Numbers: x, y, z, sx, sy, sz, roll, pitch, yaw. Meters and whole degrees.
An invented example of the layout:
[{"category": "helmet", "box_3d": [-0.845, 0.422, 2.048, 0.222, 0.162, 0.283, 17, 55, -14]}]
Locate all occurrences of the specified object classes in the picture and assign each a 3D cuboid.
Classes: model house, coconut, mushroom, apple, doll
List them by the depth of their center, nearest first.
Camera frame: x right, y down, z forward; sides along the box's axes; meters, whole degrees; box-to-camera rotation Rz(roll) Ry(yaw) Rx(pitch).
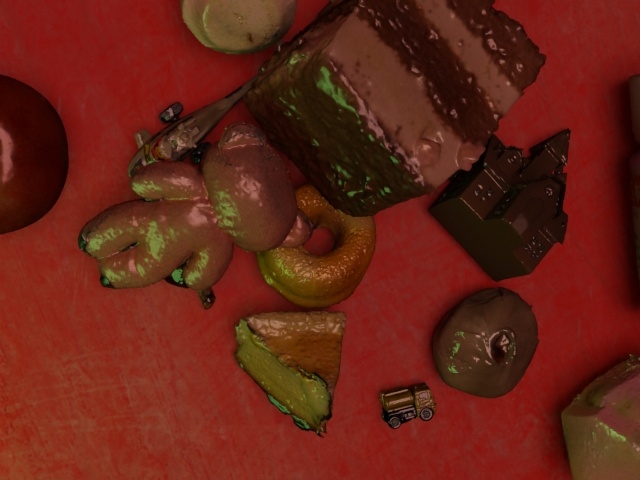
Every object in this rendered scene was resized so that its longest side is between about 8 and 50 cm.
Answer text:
[{"category": "apple", "box_3d": [-0.439, -0.113, 1.316, 0.218, 0.201, 0.218, -1, 101, -6]}, {"category": "doll", "box_3d": [-0.177, -0.041, 1.376, 0.303, 0.156, 0.201, -20, 117, 9]}, {"category": "coconut", "box_3d": [-0.112, -0.350, 1.382, 0.170, 0.183, 0.171, -3, 134, -4]}, {"category": "mushroom", "box_3d": [-0.184, 0.043, 1.445, 0.088, 0.073, 0.130, -29, 101, -3]}, {"category": "model house", "box_3d": [0.317, -0.089, 1.506, 0.181, 0.176, 0.248, 44, 70, -12]}, {"category": "coconut", "box_3d": [0.490, 0.305, 1.544, 0.245, 0.233, 0.233, -33, 101, -14]}]

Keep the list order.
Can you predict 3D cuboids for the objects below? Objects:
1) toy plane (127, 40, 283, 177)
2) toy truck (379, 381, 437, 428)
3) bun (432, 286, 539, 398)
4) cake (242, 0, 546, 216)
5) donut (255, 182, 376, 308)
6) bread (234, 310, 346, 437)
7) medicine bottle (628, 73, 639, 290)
[{"category": "toy plane", "box_3d": [-0.156, -0.176, 1.421, 0.286, 0.108, 0.092, -39, 100, -18]}, {"category": "toy truck", "box_3d": [0.136, 0.251, 1.544, 0.083, 0.049, 0.054, -12, 97, -9]}, {"category": "bun", "box_3d": [0.260, 0.158, 1.526, 0.166, 0.113, 0.173, 10, 96, -12]}, {"category": "cake", "box_3d": [0.091, -0.217, 1.352, 0.282, 0.255, 0.290, 49, 61, -12]}, {"category": "donut", "box_3d": [-0.001, -0.001, 1.450, 0.190, 0.075, 0.174, -42, 80, -18]}, {"category": "bread", "box_3d": [-0.037, 0.192, 1.436, 0.169, 0.160, 0.140, 0, 138, -11]}, {"category": "medicine bottle", "box_3d": [0.583, -0.070, 1.517, 0.219, 0.219, 0.389, -8, 98, -11]}]
